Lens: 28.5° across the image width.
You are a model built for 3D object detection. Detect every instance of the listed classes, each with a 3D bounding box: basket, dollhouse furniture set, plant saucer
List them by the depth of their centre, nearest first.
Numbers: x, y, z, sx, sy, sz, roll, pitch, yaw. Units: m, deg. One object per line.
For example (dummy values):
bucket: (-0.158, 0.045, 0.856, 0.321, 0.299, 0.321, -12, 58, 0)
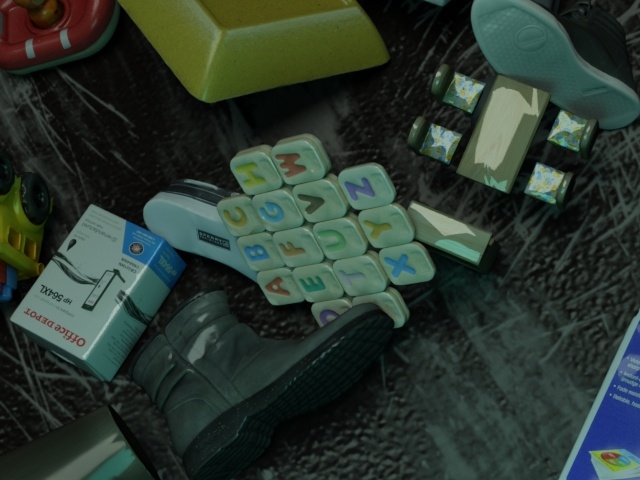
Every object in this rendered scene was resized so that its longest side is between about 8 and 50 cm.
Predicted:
dollhouse furniture set: (0.208, -0.091, 1.591, 0.212, 0.161, 0.242, 23, 89, 15)
basket: (-0.329, 0.324, 1.597, 0.227, 0.154, 0.204, -33, 59, -6)
plant saucer: (-0.105, -0.357, 1.830, 0.333, 0.081, 0.333, -16, 52, -31)

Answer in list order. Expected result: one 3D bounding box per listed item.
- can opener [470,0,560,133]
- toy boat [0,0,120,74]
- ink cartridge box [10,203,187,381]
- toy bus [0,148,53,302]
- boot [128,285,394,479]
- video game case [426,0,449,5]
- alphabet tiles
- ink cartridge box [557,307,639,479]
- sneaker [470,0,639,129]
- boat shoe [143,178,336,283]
can opener: (0.277, -0.263, 1.759, 0.093, 0.074, 0.280, 10, 66, 23)
toy boat: (-0.439, -0.370, 1.997, 0.231, 0.151, 0.151, -14, 60, 10)
ink cartridge box: (-0.309, 0.073, 1.758, 0.148, 0.086, 0.203, 23, 71, 27)
toy bus: (-0.489, -0.006, 1.787, 0.150, 0.220, 0.211, -9, 67, 16)
boot: (-0.089, 0.134, 1.620, 0.338, 0.118, 0.222, -37, 57, 5)
video game case: (0.154, -0.434, 1.867, 0.206, 0.026, 0.227, 24, 48, 27)
alphabet tiles: (0.000, 0.000, 1.586, 0.278, 0.284, 0.021, -10, 28, 40)
ink cartridge box: (0.472, 0.219, 1.446, 0.304, 0.072, 0.307, 20, 68, 27)
sneaker: (0.304, -0.272, 1.664, 0.104, 0.296, 0.146, -35, 38, 37)
boat shoe: (-0.093, -0.013, 1.731, 0.301, 0.108, 0.102, 18, 42, 23)
